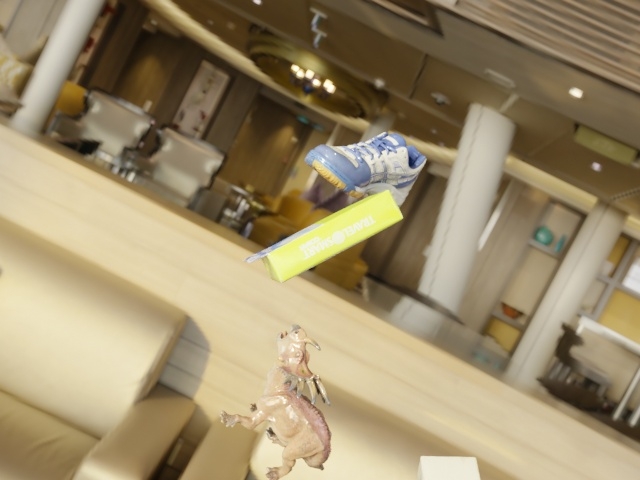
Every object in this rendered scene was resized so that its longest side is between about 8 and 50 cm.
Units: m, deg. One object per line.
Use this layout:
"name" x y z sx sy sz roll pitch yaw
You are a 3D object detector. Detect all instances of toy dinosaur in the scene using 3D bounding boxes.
"toy dinosaur" -0.038 0.322 1.524 0.296 0.200 0.127 58 22 -16

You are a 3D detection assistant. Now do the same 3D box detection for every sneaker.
"sneaker" 0.085 -0.148 1.514 0.112 0.131 0.296 43 17 27

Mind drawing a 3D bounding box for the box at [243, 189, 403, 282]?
"box" 0.000 0.000 0.983 0.042 0.178 0.109 63 -8 -3

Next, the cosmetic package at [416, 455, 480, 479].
"cosmetic package" 0.239 0.554 1.492 0.113 0.160 0.309 1 36 -1
